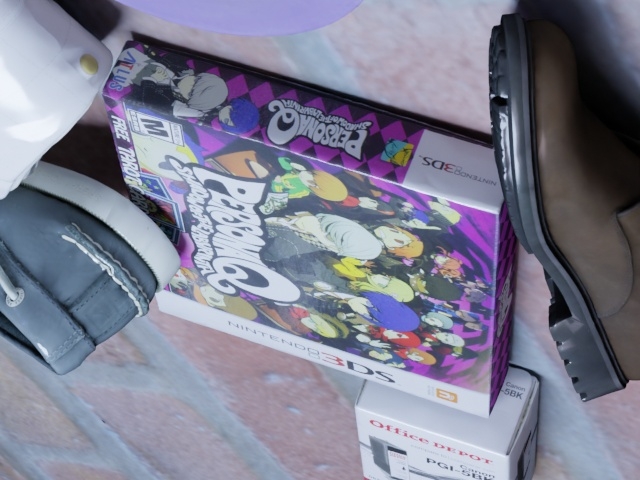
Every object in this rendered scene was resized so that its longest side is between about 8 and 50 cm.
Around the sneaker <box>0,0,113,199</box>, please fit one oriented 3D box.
[{"bbox_3d":[-0.230,-0.075,1.007,0.169,0.108,0.293,42,147,-25],"label":"sneaker"}]

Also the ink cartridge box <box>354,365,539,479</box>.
[{"bbox_3d":[0.077,0.120,1.168,0.099,0.056,0.135,17,153,15],"label":"ink cartridge box"}]

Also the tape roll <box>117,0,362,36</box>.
[{"bbox_3d":[-0.050,-0.167,0.730,0.189,0.080,0.189,18,153,10],"label":"tape roll"}]

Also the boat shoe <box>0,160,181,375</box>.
[{"bbox_3d":[-0.219,0.003,1.113,0.319,0.099,0.116,13,150,42],"label":"boat shoe"}]

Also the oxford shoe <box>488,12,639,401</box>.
[{"bbox_3d":[0.133,-0.022,0.870,0.096,0.082,0.227,-14,137,15],"label":"oxford shoe"}]

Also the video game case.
[{"bbox_3d":[0.000,0.000,1.029,0.210,0.041,0.232,17,152,13],"label":"video game case"}]
